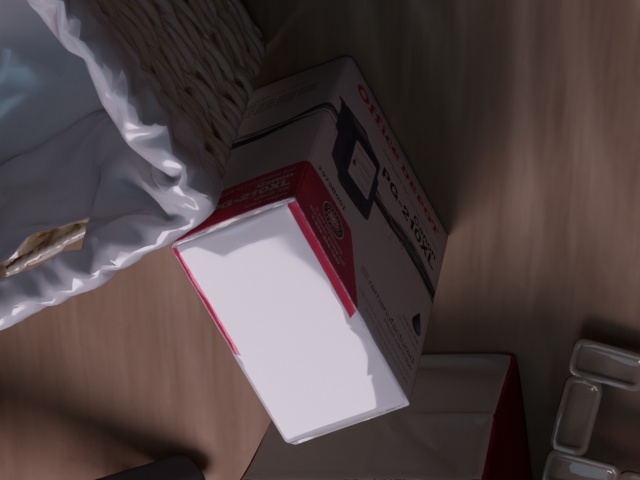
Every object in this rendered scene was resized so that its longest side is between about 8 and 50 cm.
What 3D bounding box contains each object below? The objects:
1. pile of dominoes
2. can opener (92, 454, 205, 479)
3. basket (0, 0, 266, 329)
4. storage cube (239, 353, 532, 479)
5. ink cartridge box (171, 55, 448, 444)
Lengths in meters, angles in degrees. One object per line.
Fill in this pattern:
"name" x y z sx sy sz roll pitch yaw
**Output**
"pile of dominoes" 0.290 0.197 1.502 0.251 0.040 0.196 15 93 1
"can opener" -0.232 0.225 1.580 0.095 0.283 0.076 42 132 38
"basket" -0.252 -0.132 1.338 0.328 0.266 0.331 -27 110 26
"storage cube" 0.062 0.214 1.512 0.215 0.183 0.193 -2 118 16
"ink cartridge box" 0.000 0.000 1.371 0.100 0.237 0.172 -21 113 20
